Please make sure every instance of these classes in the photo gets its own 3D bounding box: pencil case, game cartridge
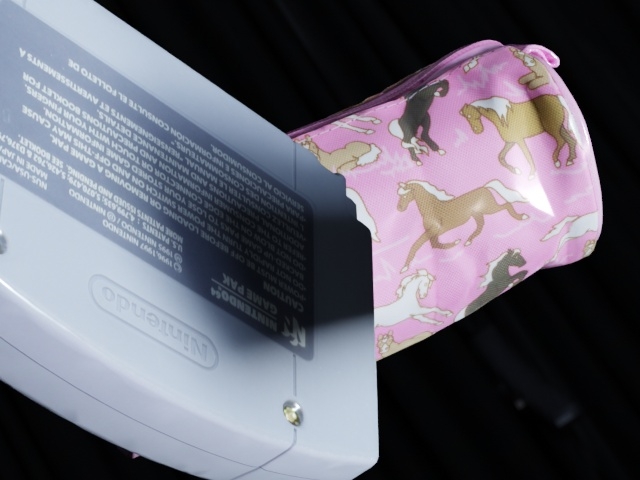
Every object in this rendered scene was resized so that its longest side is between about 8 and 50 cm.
[{"bbox_3d":[0.000,0.000,1.307,0.386,0.160,0.167,-23,142,-12],"label":"pencil case"},{"bbox_3d":[-0.089,-0.006,0.882,0.062,0.198,0.297,-27,134,35],"label":"game cartridge"}]
